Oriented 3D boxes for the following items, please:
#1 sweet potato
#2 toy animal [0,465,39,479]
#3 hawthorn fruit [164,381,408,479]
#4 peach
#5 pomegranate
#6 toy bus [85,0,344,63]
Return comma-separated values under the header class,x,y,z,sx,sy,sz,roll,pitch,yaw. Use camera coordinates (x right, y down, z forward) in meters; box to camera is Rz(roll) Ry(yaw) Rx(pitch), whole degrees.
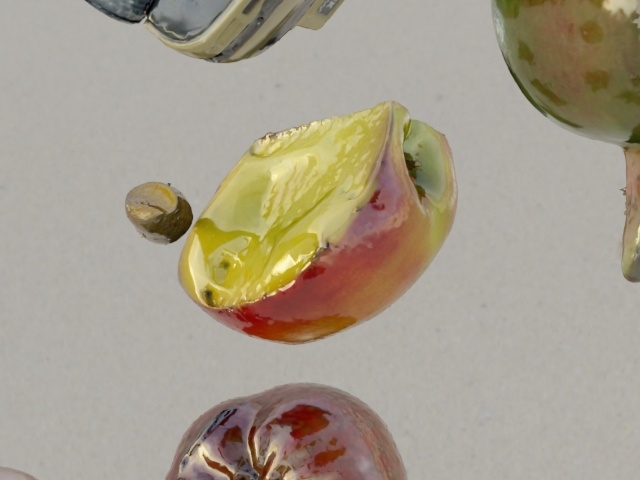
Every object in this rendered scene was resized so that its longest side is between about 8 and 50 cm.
class,x,y,z,sx,sy,sz,roll,pitch,yaw
sweet potato,-0.192,-0.030,1.433,0.077,0.077,0.243,0,-4,3
toy animal,-0.280,0.298,0.960,0.171,0.171,0.197,-15,58,-16
hawthorn fruit,-0.045,0.421,1.719,0.403,0.402,0.403,-1,41,1
peach,0.000,0.000,1.535,0.380,0.242,0.306,-13,53,36
pomegranate,0.185,-0.093,0.593,0.182,0.224,0.181,-9,6,1
toy bus,-0.117,-0.274,0.695,0.365,0.177,0.202,47,18,15
